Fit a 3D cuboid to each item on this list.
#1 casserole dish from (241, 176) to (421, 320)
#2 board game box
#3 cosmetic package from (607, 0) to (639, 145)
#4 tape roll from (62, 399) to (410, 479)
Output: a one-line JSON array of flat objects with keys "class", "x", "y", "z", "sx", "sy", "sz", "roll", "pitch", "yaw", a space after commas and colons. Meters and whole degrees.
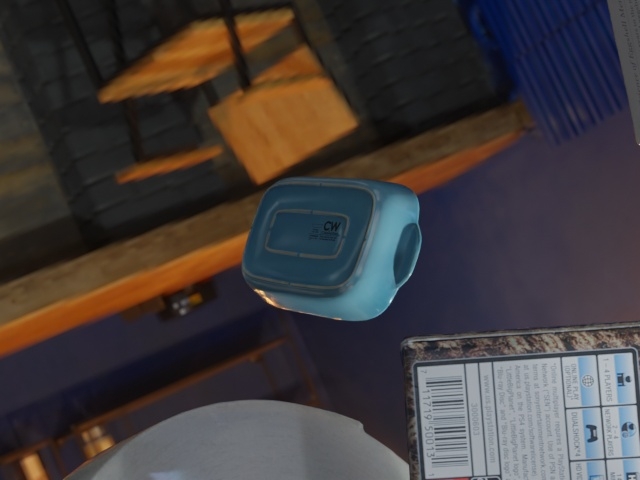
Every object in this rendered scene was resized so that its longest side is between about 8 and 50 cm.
[{"class": "casserole dish", "x": 0.000, "y": 0.000, "z": 1.019, "sx": 0.037, "sy": 0.114, "sz": 0.188, "roll": 25, "pitch": 168, "yaw": -40}, {"class": "board game box", "x": 0.193, "y": 0.152, "z": 0.639, "sx": 0.291, "sy": 0.232, "sz": 0.141, "roll": -4, "pitch": 176, "yaw": 6}, {"class": "cosmetic package", "x": 0.271, "y": -0.179, "z": 0.740, "sx": 0.138, "sy": 0.224, "sz": 0.224, "roll": -16, "pitch": -173, "yaw": -17}, {"class": "tape roll", "x": -0.030, "y": 0.293, "z": 0.807, "sx": 0.392, "sy": 0.392, "sz": 0.072, "roll": -20, "pitch": 174, "yaw": -43}]
